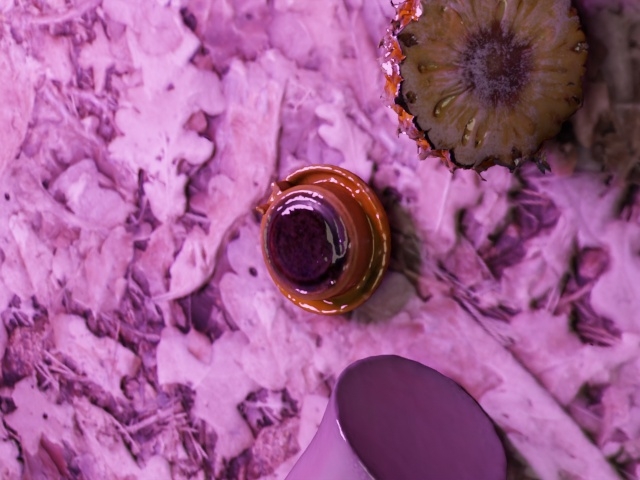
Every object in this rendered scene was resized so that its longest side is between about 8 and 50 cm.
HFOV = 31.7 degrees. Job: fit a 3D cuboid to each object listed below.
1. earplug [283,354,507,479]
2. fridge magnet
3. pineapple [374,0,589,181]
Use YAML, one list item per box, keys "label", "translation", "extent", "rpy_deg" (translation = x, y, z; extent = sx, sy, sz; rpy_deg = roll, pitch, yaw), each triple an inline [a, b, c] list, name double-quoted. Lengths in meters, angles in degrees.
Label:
- label: "earplug"
  translation: [0.019, 0.266, 1.035]
  extent: [0.172, 0.172, 0.301]
  rpy_deg: [46, 126, 19]
- label: "fridge magnet"
  translation: [0.000, 0.000, 1.049]
  extent: [0.143, 0.063, 0.143]
  rpy_deg: [4, 97, 34]
- label: "pineapple"
  translation: [0.119, -0.141, 0.921]
  extent: [0.162, 0.137, 0.175]
  rpy_deg: [-11, 102, -9]
